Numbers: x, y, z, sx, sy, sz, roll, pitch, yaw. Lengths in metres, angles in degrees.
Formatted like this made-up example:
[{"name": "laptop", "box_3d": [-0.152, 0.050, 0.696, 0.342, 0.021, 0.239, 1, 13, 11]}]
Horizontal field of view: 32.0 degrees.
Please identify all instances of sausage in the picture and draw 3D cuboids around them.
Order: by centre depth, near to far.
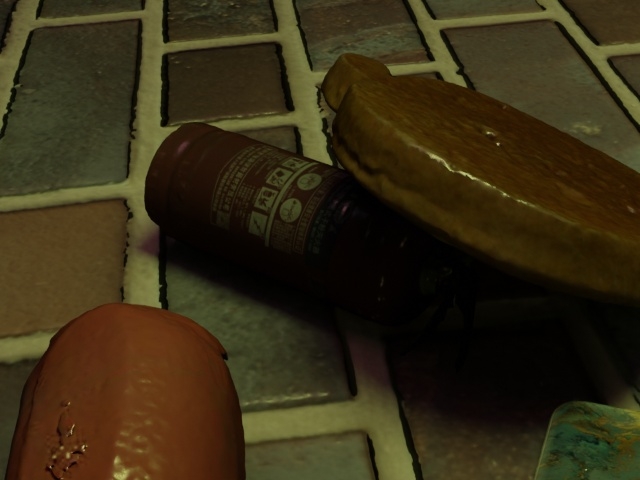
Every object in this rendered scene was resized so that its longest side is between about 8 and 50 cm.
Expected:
[{"name": "sausage", "box_3d": [-0.121, 0.150, 0.699, 0.152, 0.152, 0.279, -4, 36, -1]}]

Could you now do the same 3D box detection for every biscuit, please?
[{"name": "biscuit", "box_3d": [0.146, -0.053, 0.927, 0.350, 0.070, 0.394, 32, 20, 21]}]

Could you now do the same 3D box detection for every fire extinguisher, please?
[{"name": "fire extinguisher", "box_3d": [0.000, 0.000, 0.956, 0.337, 0.114, 0.135, 20, 71, 32]}]

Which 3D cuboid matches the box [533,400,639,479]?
[{"name": "box", "box_3d": [0.280, 0.180, 0.715, 0.285, 0.044, 0.142, 9, 39, 18]}]
